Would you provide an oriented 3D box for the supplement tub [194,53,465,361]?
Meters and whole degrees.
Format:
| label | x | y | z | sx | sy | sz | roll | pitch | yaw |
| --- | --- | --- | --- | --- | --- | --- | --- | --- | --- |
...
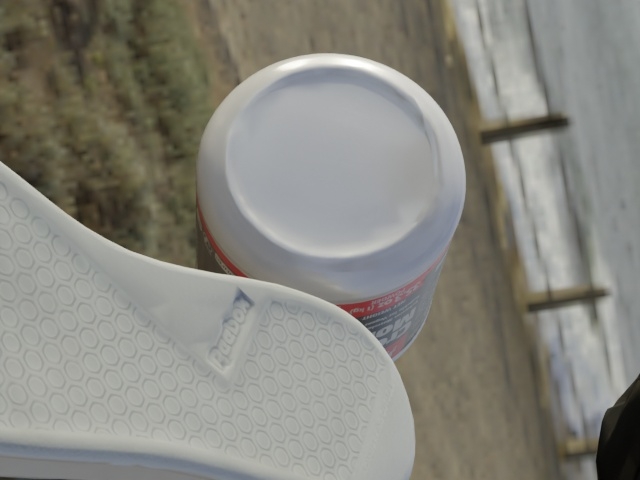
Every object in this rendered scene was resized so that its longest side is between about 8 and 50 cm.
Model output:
| label | x | y | z | sx | sy | sz | roll | pitch | yaw |
| --- | --- | --- | --- | --- | --- | --- | --- | --- | --- |
| supplement tub | 0.000 | 0.000 | 1.292 | 0.272 | 0.191 | 0.191 | 99 | -10 | -66 |

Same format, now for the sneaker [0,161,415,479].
| label | x | y | z | sx | sy | sz | roll | pitch | yaw |
| --- | --- | --- | --- | --- | --- | --- | --- | --- | --- |
| sneaker | -0.120 | 0.050 | 0.519 | 0.296 | 0.147 | 0.104 | 24 | 48 | -40 |

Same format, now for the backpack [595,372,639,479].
| label | x | y | z | sx | sy | sz | roll | pitch | yaw |
| --- | --- | --- | --- | --- | --- | --- | --- | --- | --- |
| backpack | 0.119 | 0.111 | 0.290 | 0.115 | 0.152 | 0.182 | 122 | -27 | -51 |
